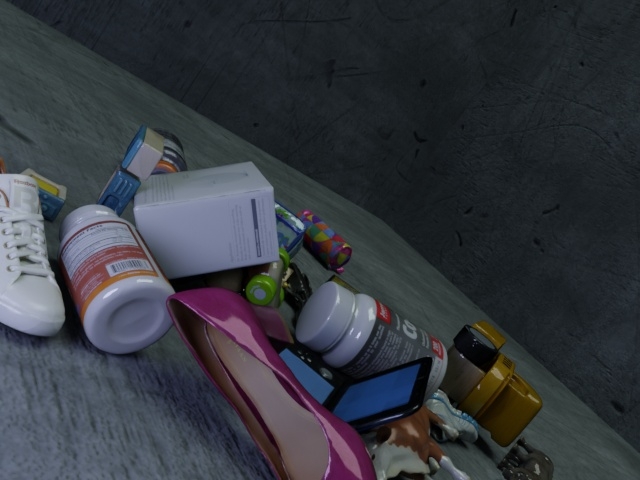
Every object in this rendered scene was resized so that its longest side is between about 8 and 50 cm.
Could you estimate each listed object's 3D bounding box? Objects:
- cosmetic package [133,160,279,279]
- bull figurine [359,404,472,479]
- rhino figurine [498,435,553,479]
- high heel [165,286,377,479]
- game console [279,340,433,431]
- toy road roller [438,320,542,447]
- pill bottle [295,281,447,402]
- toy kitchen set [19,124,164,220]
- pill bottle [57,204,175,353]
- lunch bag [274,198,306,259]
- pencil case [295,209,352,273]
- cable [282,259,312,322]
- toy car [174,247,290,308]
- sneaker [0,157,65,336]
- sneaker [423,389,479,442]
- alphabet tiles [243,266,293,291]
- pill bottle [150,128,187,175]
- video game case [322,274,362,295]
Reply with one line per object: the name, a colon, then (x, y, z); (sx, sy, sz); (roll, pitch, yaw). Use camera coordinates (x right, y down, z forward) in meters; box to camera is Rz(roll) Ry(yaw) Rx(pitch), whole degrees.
cosmetic package: (-0.207, -0.041, 1.085); (0.224, 0.138, 0.224); (-8, 20, -13)
bull figurine: (0.146, 0.335, 1.020); (0.188, 0.101, 0.310); (41, 13, 1)
rhino figurine: (0.449, 0.501, 1.325); (0.106, 0.073, 0.243); (38, 12, 25)
high heel: (-0.069, 0.219, 0.734); (0.181, 0.127, 0.377); (18, 29, -48)
game console: (0.024, 0.206, 0.982); (0.250, 0.173, 0.293); (38, 11, 9)
toy road roller: (0.391, 0.345, 1.454); (0.240, 0.203, 0.329); (41, 12, 17)
pill bottle: (0.102, 0.208, 1.233); (0.283, 0.161, 0.161); (33, 11, -20)
toy kitchen set: (-0.376, -0.111, 0.978); (0.166, 0.207, 0.122); (31, 11, -23)
pill bottle: (-0.287, 0.043, 0.837); (0.121, 0.121, 0.216); (25, 16, -46)
lunch bag: (-0.154, -0.028, 1.388); (0.219, 0.176, 0.090); (39, -27, 13)
pencil case: (0.000, 0.000, 1.977); (0.236, 0.104, 0.104); (46, 14, 33)
cable: (-0.053, 0.142, 1.399); (0.139, 0.072, 0.287); (49, 12, -42)
toy car: (-0.166, 0.082, 1.124); (0.188, 0.149, 0.155); (12, 22, 4)
sneaker: (-0.388, -0.010, 0.753); (0.290, 0.123, 0.106); (44, 11, 27)
sneaker: (0.264, 0.390, 1.278); (0.190, 0.071, 0.083); (41, 44, -27)
alphabet tiles: (-0.177, 0.029, 1.258); (0.237, 0.009, 0.198); (37, 44, 0)
pill bottle: (-0.379, -0.172, 1.427); (0.130, 0.130, 0.246); (31, 12, -25)
video game case: (0.118, 0.203, 1.647); (0.274, 0.035, 0.248); (37, 11, 5)
